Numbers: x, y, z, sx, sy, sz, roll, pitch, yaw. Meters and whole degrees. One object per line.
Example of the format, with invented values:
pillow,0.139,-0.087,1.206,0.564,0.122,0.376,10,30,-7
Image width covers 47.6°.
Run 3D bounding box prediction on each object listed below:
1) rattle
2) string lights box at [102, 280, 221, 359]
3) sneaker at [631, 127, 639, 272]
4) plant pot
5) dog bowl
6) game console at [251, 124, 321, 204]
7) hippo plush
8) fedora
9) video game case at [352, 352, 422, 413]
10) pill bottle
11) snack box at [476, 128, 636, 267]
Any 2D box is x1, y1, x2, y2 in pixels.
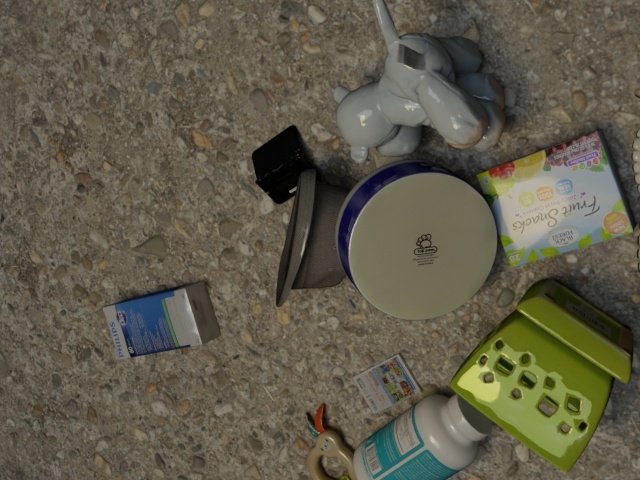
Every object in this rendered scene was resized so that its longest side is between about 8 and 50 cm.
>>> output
rattle,-0.005,0.464,1.508,0.130,0.143,0.199,-3,107,47
string lights box,-0.368,0.185,1.663,0.260,0.077,0.133,-13,95,30
sneaker,0.562,-0.022,1.077,0.147,0.130,0.330,-1,103,50
plant pot,0.381,0.200,1.194,0.228,0.227,0.207,36,110,16
dog bowl,0.163,-0.001,1.247,0.265,0.104,0.265,-3,107,-10
game console,-0.070,-0.151,1.464,0.122,0.071,0.107,-30,117,31
hippo plush,0.143,-0.208,1.201,0.236,0.294,0.234,-37,62,37
fedora,0.000,0.000,1.374,0.124,0.243,0.275,10,116,-6
video game case,0.134,0.290,1.462,0.122,0.011,0.087,-33,85,30
pill bottle,0.196,0.390,1.376,0.264,0.146,0.146,-43,81,29
snack box,0.391,-0.068,1.207,0.207,0.070,0.174,-19,92,31
